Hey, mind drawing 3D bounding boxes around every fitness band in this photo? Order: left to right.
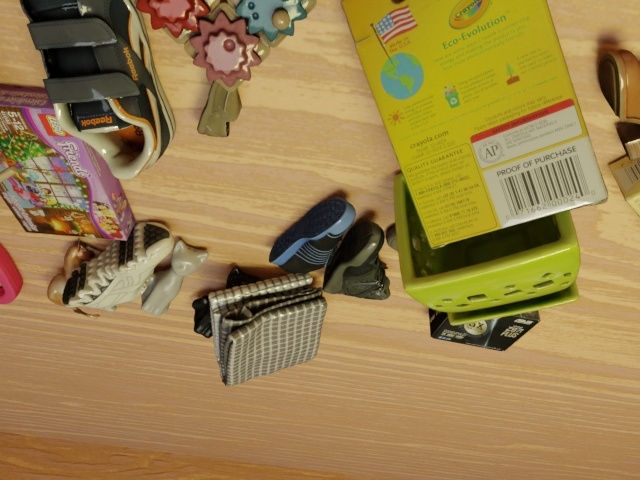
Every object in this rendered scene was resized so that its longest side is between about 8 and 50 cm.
[{"bbox_3d":[-0.813,0.057,1.037,0.209,0.054,0.290,10,141,-5],"label":"fitness band"}]

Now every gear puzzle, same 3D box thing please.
[{"bbox_3d":[-0.166,-0.323,0.469,0.175,0.044,0.339,-38,120,21],"label":"gear puzzle"}]

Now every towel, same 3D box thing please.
[{"bbox_3d":[-0.116,0.206,1.012,0.235,0.121,0.283,-12,143,-20],"label":"towel"}]

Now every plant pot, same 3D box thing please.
[{"bbox_3d":[0.260,0.000,0.702,0.228,0.227,0.207,-18,140,26],"label":"plant pot"}]

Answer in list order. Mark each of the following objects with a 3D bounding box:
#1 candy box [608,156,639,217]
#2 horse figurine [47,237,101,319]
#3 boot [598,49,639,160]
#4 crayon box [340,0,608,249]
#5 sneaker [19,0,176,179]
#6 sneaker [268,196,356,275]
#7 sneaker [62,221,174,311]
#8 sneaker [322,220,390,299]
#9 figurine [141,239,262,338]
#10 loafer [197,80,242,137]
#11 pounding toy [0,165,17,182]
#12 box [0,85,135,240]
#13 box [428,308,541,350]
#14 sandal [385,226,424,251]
[{"bbox_3d":[0.609,-0.109,0.622,0.183,0.087,0.317,34,133,-29],"label":"candy box"},{"bbox_3d":[-0.552,0.108,1.054,0.263,0.066,0.174,-27,135,30],"label":"horse figurine"},{"bbox_3d":[0.445,-0.195,0.562,0.152,0.072,0.197,-25,140,31],"label":"boot"},{"bbox_3d":[0.177,-0.170,0.534,0.202,0.081,0.318,-17,100,27],"label":"crayon box"},{"bbox_3d":[-0.285,-0.222,0.583,0.126,0.127,0.321,-2,138,13],"label":"sneaker"},{"bbox_3d":[0.000,0.000,0.847,0.091,0.081,0.232,28,142,-27],"label":"sneaker"},{"bbox_3d":[-0.395,0.061,0.937,0.292,0.110,0.118,-30,137,23],"label":"sneaker"},{"bbox_3d":[0.096,0.046,0.880,0.131,0.087,0.227,14,143,-11],"label":"sneaker"},{"bbox_3d":[-0.268,0.101,1.003,0.215,0.092,0.209,30,126,-25],"label":"figurine"},{"bbox_3d":[-0.133,-0.202,0.642,0.050,0.056,0.148,19,146,-19],"label":"loafer"},{"bbox_3d":[-0.545,-0.134,0.654,0.181,0.094,0.206,-5,147,-26],"label":"pounding toy"},{"bbox_3d":[-0.461,-0.120,0.776,0.201,0.057,0.293,4,140,2],"label":"box"},{"bbox_3d":[0.348,0.162,0.986,0.180,0.077,0.147,12,139,-7],"label":"box"},{"bbox_3d":[0.221,0.037,0.869,0.219,0.060,0.090,26,136,-22],"label":"sandal"}]
